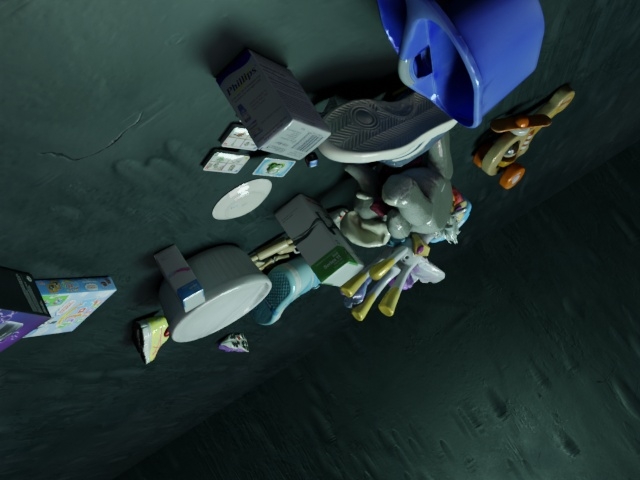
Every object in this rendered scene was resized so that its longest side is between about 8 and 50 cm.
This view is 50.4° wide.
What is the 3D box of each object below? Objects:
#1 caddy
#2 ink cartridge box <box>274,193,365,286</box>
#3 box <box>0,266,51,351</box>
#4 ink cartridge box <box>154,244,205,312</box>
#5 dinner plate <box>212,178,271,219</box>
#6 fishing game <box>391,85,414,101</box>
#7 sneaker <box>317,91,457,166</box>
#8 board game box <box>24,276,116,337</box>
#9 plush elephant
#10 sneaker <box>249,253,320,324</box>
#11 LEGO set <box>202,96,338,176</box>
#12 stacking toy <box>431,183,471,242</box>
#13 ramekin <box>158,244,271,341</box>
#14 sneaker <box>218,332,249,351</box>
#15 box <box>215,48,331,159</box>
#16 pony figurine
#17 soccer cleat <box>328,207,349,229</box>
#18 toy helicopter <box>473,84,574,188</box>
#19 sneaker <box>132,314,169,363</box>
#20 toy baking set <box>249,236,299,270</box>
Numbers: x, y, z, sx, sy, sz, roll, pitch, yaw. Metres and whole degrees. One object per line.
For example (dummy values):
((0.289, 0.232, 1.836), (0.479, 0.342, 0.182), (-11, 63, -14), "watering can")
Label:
((0.189, -0.305, 1.024), (0.179, 0.241, 0.341), (-38, 163, 3), "caddy")
((0.000, 0.000, 1.625), (0.087, 0.208, 0.153), (-39, 164, 12), "ink cartridge box")
((-0.615, 0.149, 1.115), (0.261, 0.103, 0.184), (-33, 161, 4), "box")
((-0.301, 0.081, 1.456), (0.052, 0.122, 0.088), (-31, 165, -18), "ink cartridge box")
((-0.161, -0.081, 1.430), (0.141, 0.017, 0.141), (-28, 162, -10), "dinner plate")
((0.206, -0.300, 1.433), (0.189, 0.041, 0.264), (-28, 169, 9), "fishing game")
((0.118, -0.189, 1.288), (0.350, 0.131, 0.148), (-19, 160, -35), "sneaker")
((-0.529, 0.132, 1.330), (0.160, 0.039, 0.211), (-39, 163, 22), "board game box")
((0.168, -0.116, 1.575), (0.272, 0.255, 0.330), (-64, 144, -25), "plush elephant")
((-0.086, 0.136, 2.022), (0.208, 0.127, 0.319), (-28, 173, -37), "sneaker")
((-0.077, -0.191, 1.242), (0.244, 0.060, 0.182), (1, 146, -42), "LEGO set")
((0.306, -0.130, 1.977), (0.175, 0.166, 0.302), (-44, 147, 7), "stacking toy")
((-0.262, 0.121, 1.636), (0.273, 0.127, 0.273), (-29, 163, -10), "ramekin")
((-0.311, 0.368, 2.422), (0.071, 0.068, 0.170), (-21, 159, 16), "sneaker")
((-0.069, -0.201, 1.025), (0.072, 0.137, 0.126), (-37, 163, 21), "box")
((0.207, 0.046, 1.792), (0.363, 0.303, 0.351), (-46, -174, -21), "pony figurine")
((0.018, -0.046, 1.802), (0.196, 0.076, 0.068), (-34, 132, -57), "soccer cleat")
((0.604, -0.333, 1.986), (0.355, 0.140, 0.235), (-43, 155, -2), "toy helicopter")
((-0.439, 0.259, 1.798), (0.094, 0.081, 0.208), (-26, 163, -28), "sneaker")
((-0.102, 0.025, 1.834), (0.256, 0.030, 0.197), (-27, 170, 3), "toy baking set")
